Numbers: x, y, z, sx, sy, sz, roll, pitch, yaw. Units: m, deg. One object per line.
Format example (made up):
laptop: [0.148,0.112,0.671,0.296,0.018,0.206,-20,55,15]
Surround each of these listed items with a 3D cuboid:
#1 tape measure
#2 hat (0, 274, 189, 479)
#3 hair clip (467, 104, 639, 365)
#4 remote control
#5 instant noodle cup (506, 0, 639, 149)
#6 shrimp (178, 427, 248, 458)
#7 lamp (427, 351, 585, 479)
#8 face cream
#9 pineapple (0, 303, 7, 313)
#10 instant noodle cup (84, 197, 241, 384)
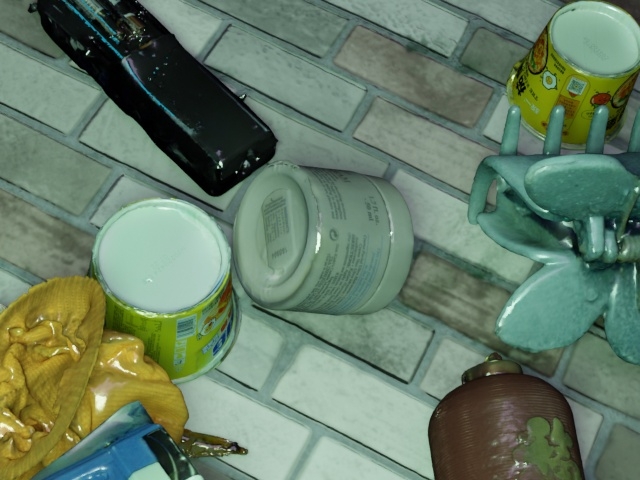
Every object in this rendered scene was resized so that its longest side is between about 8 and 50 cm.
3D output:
tape measure: [-0.212,0.337,1.234,0.262,0.259,0.138,-32,43,-27]
hat: [-0.234,0.193,1.371,0.244,0.233,0.233,17,72,52]
hair clip: [0.359,-0.036,1.569,0.318,0.392,0.238,-2,35,-8]
remote control: [-0.225,-0.230,1.700,0.144,0.062,0.399,-38,72,-27]
instant noodle cup: [0.366,-0.241,1.757,0.182,0.144,0.182,4,60,-7]
shrimp: [-0.146,0.257,1.448,0.127,0.025,0.091,0,60,-4]
lamp: [0.216,0.257,1.428,0.180,0.180,0.258,1,59,-9]
face cream: [0.000,0.000,1.508,0.152,0.177,0.177,7,54,-40]
pineapple: [-0.394,0.165,1.435,0.135,0.079,0.233,15,52,-10]
instant noodle cup: [-0.190,0.056,1.487,0.204,0.153,0.205,4,61,-7]
